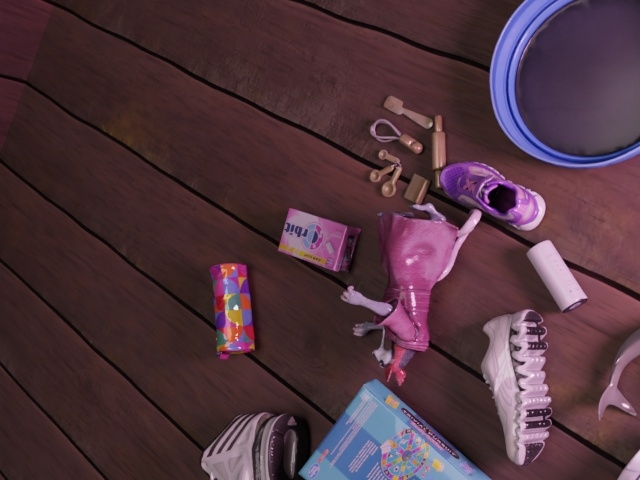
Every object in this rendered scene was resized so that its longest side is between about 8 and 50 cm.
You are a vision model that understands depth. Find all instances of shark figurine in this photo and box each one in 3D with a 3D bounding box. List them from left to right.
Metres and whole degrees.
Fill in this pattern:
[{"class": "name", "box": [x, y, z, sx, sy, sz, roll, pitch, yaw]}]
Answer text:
[{"class": "shark figurine", "box": [0.577, 0.186, 1.338, 0.278, 0.116, 0.166, -39, 63, 23]}]

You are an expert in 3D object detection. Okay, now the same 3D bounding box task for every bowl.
[{"class": "bowl", "box": [0.519, -0.326, 1.464, 0.391, 0.077, 0.391, -5, 80, 35]}]

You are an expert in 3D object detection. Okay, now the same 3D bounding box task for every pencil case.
[{"class": "pencil case", "box": [-0.224, 0.175, 1.919, 0.104, 0.104, 0.237, -12, 76, 34]}]

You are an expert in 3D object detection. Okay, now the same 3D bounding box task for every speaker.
[{"class": "speaker", "box": [0.454, 0.068, 1.473, 0.055, 0.055, 0.136, -39, 64, 25]}]

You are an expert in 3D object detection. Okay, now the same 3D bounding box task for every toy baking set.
[{"class": "toy baking set", "box": [0.192, -0.207, 1.710, 0.196, 0.030, 0.256, 0, 84, 36]}]

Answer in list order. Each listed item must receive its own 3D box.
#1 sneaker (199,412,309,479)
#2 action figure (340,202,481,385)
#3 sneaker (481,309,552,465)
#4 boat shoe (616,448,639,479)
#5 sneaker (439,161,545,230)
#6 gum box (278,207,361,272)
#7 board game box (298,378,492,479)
[{"class": "sneaker", "box": [-0.168, 0.628, 1.806, 0.257, 0.169, 0.448, -5, 73, 44]}, {"class": "action figure", "box": [0.190, 0.118, 1.608, 0.275, 0.248, 0.370, 1, 83, 9]}, {"class": "sneaker", "box": [0.374, 0.283, 1.482, 0.118, 0.110, 0.292, -11, 70, 42]}, {"class": "boat shoe", "box": [0.556, 0.457, 1.320, 0.102, 0.108, 0.301, 35, 107, 35]}, {"class": "sneaker", "box": [0.334, -0.101, 1.550, 0.236, 0.104, 0.095, 30, 103, 35]}, {"class": "gum box", "box": [0.000, 0.000, 1.800, 0.188, 0.062, 0.107, 18, 95, 36]}, {"class": "board game box", "box": [0.157, 0.494, 1.573, 0.336, 0.079, 0.254, 40, 106, 19]}]
